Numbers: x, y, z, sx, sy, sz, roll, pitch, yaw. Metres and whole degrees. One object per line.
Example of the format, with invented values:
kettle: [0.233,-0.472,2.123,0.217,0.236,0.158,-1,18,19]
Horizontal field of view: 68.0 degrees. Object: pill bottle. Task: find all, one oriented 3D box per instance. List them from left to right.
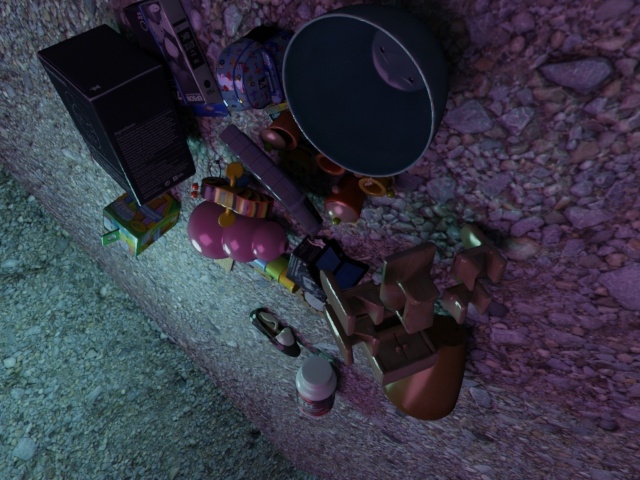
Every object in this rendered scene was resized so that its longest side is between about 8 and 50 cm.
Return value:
pill bottle: [-0.019,0.629,2.056,0.176,0.176,0.318,27,145,20]

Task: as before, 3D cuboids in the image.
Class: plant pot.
plant pot: [0.107,-0.287,0.842,0.290,0.195,0.290,27,145,21]
plant pot: [0.321,0.343,1.365,0.237,0.237,0.254,28,130,19]

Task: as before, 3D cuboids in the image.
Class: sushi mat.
sushi mat: [-0.396,0.016,1.872,0.151,0.019,0.316,37,147,5]

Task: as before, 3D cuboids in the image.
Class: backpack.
backpack: [-0.135,-0.359,1.025,0.117,0.173,0.158,22,141,28]

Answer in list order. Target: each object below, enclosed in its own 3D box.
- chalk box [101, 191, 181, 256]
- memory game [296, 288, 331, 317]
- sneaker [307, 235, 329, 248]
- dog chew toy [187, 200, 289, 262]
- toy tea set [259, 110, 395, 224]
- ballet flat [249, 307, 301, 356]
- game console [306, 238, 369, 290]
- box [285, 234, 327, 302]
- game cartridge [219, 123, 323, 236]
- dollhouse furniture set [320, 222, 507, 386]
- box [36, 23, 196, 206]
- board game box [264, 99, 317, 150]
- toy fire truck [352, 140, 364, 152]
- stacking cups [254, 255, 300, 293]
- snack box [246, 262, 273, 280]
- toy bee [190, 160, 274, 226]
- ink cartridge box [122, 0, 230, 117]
chalk box: [-0.715,-0.073,1.842,0.179,0.289,0.180,41,147,0]
memory game: [-0.015,0.218,1.724,0.186,0.012,0.186,26,144,21]
sneaker: [0.000,0.000,1.445,0.083,0.032,0.037,25,130,15]
dog chew toy: [-0.258,-0.020,1.534,0.332,0.206,0.206,15,140,18]
toy tea set: [-0.002,-0.150,1.111,0.336,0.124,0.200,30,156,-10]
ballet flat: [-0.190,0.393,2.039,0.280,0.095,0.096,38,135,5]
game console: [0.052,0.078,1.373,0.085,0.144,0.124,-9,122,49]
box: [-0.016,0.092,1.506,0.158,0.093,0.156,33,146,10]
game cartridge: [-0.102,-0.135,1.187,0.230,0.068,0.355,41,178,15]
dollhouse furniture set: [0.176,0.131,1.148,0.394,0.362,0.256,88,160,-48]
box: [-0.567,-0.352,1.369,0.293,0.212,0.395,39,154,25]
board game box: [-0.034,-0.282,1.125,0.170,0.048,0.141,0,131,44]
toy fire truck: [0.053,-0.252,0.994,0.192,0.135,0.047,39,147,2]
stacking cups: [-0.197,0.065,1.658,0.316,0.096,0.096,31,146,16]
snack box: [-0.224,0.077,1.749,0.141,0.037,0.100,33,145,12]
toy bee: [-0.290,-0.133,1.402,0.298,0.162,0.195,7,108,40]
ink cartridge box: [-0.373,-0.461,1.252,0.165,0.065,0.332,10,137,37]
